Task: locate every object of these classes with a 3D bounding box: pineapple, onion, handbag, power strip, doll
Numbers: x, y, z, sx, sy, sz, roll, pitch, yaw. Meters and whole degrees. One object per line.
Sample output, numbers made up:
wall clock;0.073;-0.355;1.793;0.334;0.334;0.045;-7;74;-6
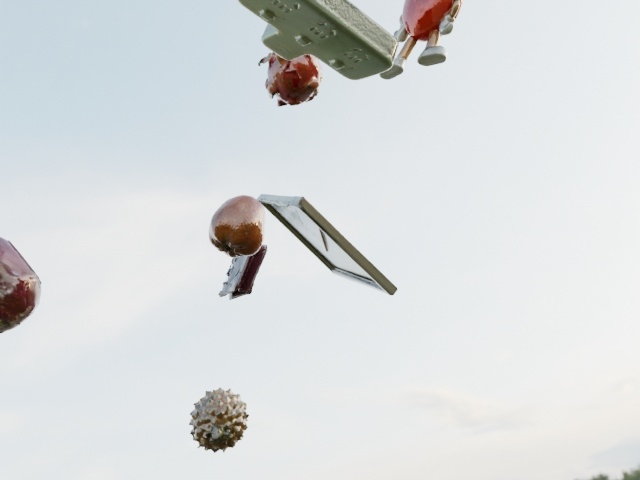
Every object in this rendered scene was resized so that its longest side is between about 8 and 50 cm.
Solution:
pineapple;-0.264;0.472;2.020;0.166;0.166;0.193;-8;8;-2
onion;-0.603;0.058;1.406;0.140;0.195;0.218;-42;-18;-23
handbag;-0.277;0.108;2.799;0.074;0.203;0.216;26;-22;-18
power strip;-0.021;-0.347;1.273;0.265;0.059;0.193;29;-18;-30
doll;0.188;-0.394;1.379;0.085;0.217;0.183;24;-17;-32

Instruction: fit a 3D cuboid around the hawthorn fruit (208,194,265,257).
hawthorn fruit;-0.207;-0.058;2.066;0.162;0.203;0.162;15;-27;8

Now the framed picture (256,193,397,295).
framed picture;0.000;0.000;1.429;0.232;0.024;0.315;44;-8;-16

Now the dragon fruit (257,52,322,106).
dragon fruit;-0.055;-0.358;1.672;0.136;0.133;0.166;-20;-36;-28
